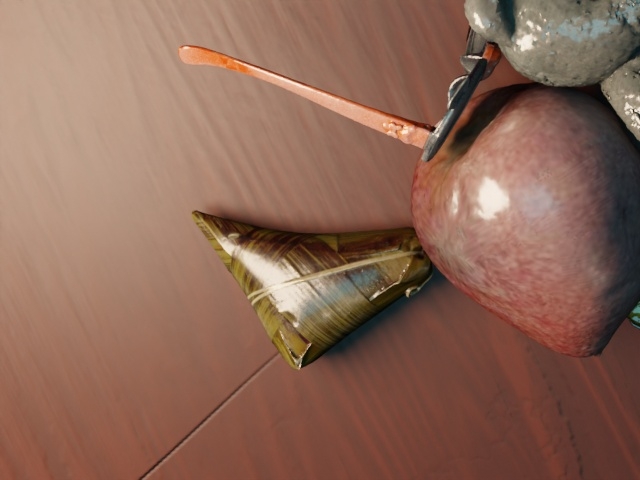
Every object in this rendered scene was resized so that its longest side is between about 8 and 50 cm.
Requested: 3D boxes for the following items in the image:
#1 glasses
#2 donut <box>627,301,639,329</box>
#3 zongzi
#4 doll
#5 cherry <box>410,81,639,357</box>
[{"bbox_3d":[0.030,-0.197,1.761,0.268,0.234,0.118,20,138,1],"label":"glasses"},{"bbox_3d":[0.364,0.012,1.848,0.146,0.078,0.181,12,97,2],"label":"donut"},{"bbox_3d":[0.000,0.000,1.884,0.187,0.084,0.184,-34,87,5],"label":"zongzi"},{"bbox_3d":[0.305,-0.177,1.697,0.340,0.246,0.158,30,141,2],"label":"doll"},{"bbox_3d":[0.204,-0.025,1.784,0.239,0.239,0.206,28,71,-1],"label":"cherry"}]
